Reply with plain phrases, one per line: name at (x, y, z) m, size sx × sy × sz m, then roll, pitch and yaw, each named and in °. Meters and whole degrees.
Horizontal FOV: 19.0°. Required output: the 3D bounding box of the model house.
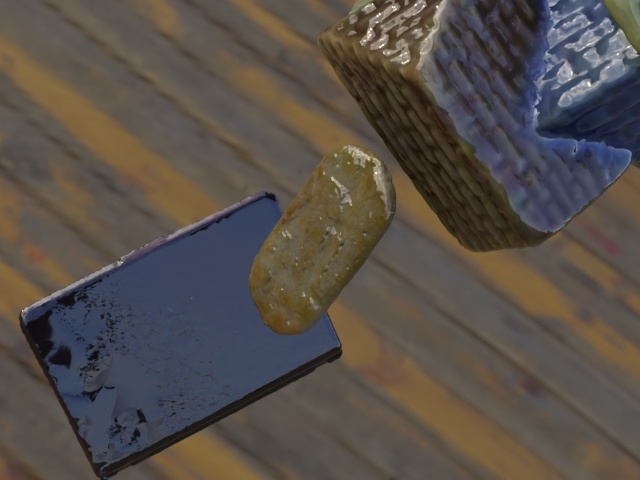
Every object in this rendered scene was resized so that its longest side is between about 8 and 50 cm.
model house at (0.154, -0.162, 1.233) m, size 0.261 × 0.321 × 0.266 m, roll 54°, pitch 23°, yaw -13°

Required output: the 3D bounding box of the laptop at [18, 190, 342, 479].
laptop at (-0.100, 0.067, 1.400) m, size 0.207 × 0.154 × 0.026 m, roll -27°, pitch 22°, yaw -9°

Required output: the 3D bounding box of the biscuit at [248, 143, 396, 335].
biscuit at (0.000, 0.000, 1.242) m, size 0.018 × 0.147 × 0.071 m, roll 4°, pitch 42°, yaw -47°
